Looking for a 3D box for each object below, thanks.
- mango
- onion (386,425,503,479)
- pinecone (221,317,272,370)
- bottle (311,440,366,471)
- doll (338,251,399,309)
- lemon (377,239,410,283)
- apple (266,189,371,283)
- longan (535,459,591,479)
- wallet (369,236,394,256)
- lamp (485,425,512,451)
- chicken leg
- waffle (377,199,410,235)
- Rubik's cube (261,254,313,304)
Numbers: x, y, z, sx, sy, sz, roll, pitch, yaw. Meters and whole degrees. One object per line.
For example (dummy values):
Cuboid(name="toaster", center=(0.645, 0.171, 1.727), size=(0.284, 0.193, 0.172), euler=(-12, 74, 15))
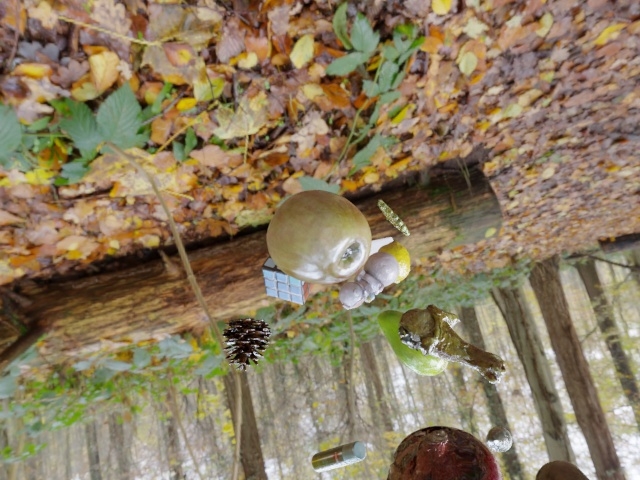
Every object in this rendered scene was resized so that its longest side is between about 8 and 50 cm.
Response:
Cuboid(name="mango", center=(0.378, 0.420, 1.817), size=(0.192, 0.343, 0.156), euler=(-42, 166, -38))
Cuboid(name="onion", center=(0.265, 0.520, 0.992), size=(0.272, 0.195, 0.272), euler=(-21, -170, 4))
Cuboid(name="pinecone", center=(-0.239, 0.329, 1.389), size=(0.162, 0.165, 0.163), euler=(6, 162, 2))
Cuboid(name="bottle", center=(0.078, 0.958, 1.931), size=(0.082, 0.082, 0.286), euler=(-1, 152, -48))
Cuboid(name="doll", center=(0.186, 0.164, 1.734), size=(0.287, 0.151, 0.151), euler=(-39, 179, -22))
Cuboid(name="lemon", center=(0.356, 0.108, 2.141), size=(0.180, 0.193, 0.180), euler=(-27, -171, 5))
Cuboid(name="apple", center=(0.000, 0.000, 1.129), size=(0.256, 0.234, 0.257), euler=(-23, 132, -28))
Cuboid(name="longan", center=(0.819, 0.844, 1.444), size=(0.198, 0.212, 0.198), euler=(-19, 130, -23))
Cuboid(name="wallet", center=(0.331, 0.037, 2.442), size=(0.190, 0.095, 0.033), euler=(-14, 174, -17))
Cuboid(name="lamp", center=(0.732, 0.819, 1.798), size=(0.101, 0.101, 0.250), euler=(-20, 151, 29))
Cuboid(name="chicken leg", center=(0.444, 0.337, 1.489), size=(0.361, 0.211, 0.140), euler=(21, 137, 14))
Cuboid(name="waffle", center=(0.315, -0.098, 1.875), size=(0.036, 0.183, 0.169), euler=(-42, 149, 3))
Cuboid(name="Rubik's cube", center=(-0.110, 0.119, 1.637), size=(0.162, 0.163, 0.161), euler=(15, 137, 17))
